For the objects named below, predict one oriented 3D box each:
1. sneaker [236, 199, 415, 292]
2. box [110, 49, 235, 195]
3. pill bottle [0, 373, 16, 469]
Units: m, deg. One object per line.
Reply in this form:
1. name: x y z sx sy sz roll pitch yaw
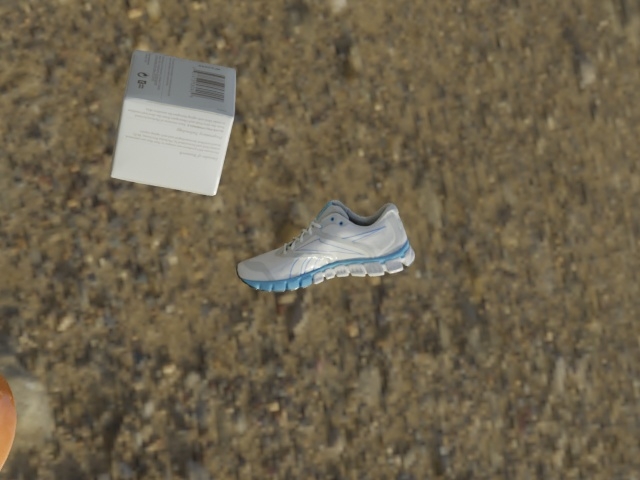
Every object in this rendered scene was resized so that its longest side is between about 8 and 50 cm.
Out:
1. sneaker: 0.000 0.000 1.281 0.071 0.190 0.083 -97 175 -69
2. box: -0.135 -0.109 1.109 0.101 0.101 0.087 -94 -163 -56
3. pill bottle: -0.242 0.060 0.553 0.246 0.130 0.131 49 39 -60
